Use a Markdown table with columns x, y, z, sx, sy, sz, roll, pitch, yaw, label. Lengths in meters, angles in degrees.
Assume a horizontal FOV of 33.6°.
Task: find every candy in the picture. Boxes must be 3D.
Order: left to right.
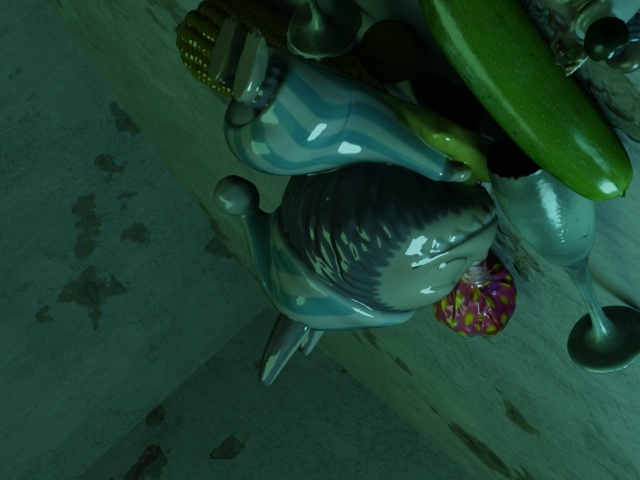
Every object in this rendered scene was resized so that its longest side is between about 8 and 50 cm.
| x | y | z | sx | sy | sz | roll | pitch | yaw | label |
| --- | --- | --- | --- | --- | --- | --- | --- | --- | --- |
| 0.209 | 0.009 | 1.390 | 0.124 | 0.124 | 0.365 | 42 | 157 | 26 | candy |

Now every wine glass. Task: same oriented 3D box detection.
| x | y | z | sx | sy | sz | roll | pitch | yaw | label |
| --- | --- | --- | --- | --- | --- | --- | --- | --- | --- |
| -0.020 | -0.283 | 1.173 | 0.122 | 0.122 | 0.183 | 42 | 171 | 29 | wine glass |
| 0.207 | 0.068 | 1.111 | 0.096 | 0.264 | 0.309 | 31 | 160 | 50 | wine glass |

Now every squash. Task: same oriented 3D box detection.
| x | y | z | sx | sy | sz | roll | pitch | yaw | label |
| --- | --- | --- | --- | --- | --- | --- | --- | --- | --- |
| 0.177 | -0.149 | 0.957 | 0.292 | 0.082 | 0.082 | 50 | 169 | -13 | squash |

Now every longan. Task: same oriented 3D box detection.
| x | y | z | sx | sy | sz | roll | pitch | yaw | label |
| --- | --- | --- | --- | --- | --- | --- | --- | --- | --- |
| 0.081 | -0.206 | 1.176 | 0.083 | 0.075 | 0.075 | 35 | 180 | -42 | longan |

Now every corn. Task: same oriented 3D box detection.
| x | y | z | sx | sy | sz | roll | pitch | yaw | label |
| --- | --- | --- | --- | --- | --- | --- | --- | --- | --- |
| -0.063 | -0.238 | 1.432 | 0.387 | 0.144 | 0.144 | 30 | 160 | 46 | corn |

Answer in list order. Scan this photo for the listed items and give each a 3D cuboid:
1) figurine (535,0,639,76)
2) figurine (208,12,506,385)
| x | y | z | sx | sy | sz | roll | pitch | yaw | label |
| --- | --- | --- | --- | --- | --- | --- | --- | --- | --- |
| 0.204 | -0.165 | 0.769 | 0.197 | 0.093 | 0.147 | 53 | -160 | -28 | figurine |
| 0.000 | 0.000 | 1.175 | 0.361 | 0.378 | 0.266 | 20 | -172 | -25 | figurine |
